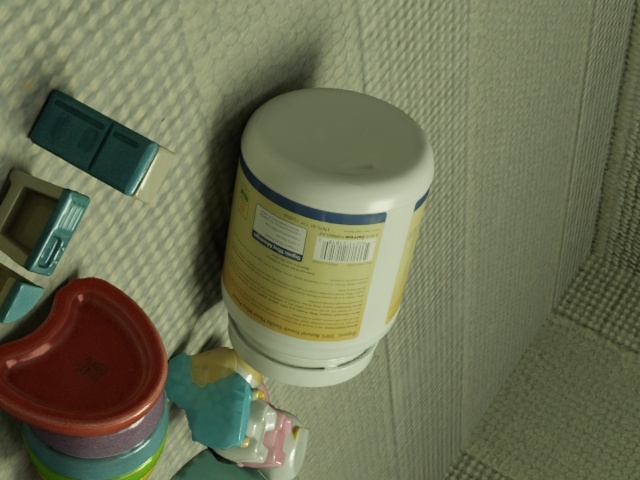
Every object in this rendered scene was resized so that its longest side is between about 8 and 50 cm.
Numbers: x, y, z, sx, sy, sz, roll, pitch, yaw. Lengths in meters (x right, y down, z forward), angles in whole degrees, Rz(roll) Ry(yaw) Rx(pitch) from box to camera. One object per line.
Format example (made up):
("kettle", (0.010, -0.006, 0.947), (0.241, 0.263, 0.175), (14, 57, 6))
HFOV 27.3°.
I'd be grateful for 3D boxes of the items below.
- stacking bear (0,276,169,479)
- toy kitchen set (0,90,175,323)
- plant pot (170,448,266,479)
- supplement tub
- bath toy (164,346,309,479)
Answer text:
("stacking bear", (-0.244, 0.208, 1.405), (0.175, 0.164, 0.289), (-47, 159, -35))
("toy kitchen set", (-0.251, -0.025, 1.125), (0.207, 0.122, 0.166), (-63, 159, 1))
("plant pot", (-0.134, 0.472, 1.919), (0.290, 0.195, 0.290), (-49, 155, -32))
("supplement tub", (0.000, 0.000, 1.597), (0.228, 0.228, 0.316), (-39, 150, -46))
("bath toy", (-0.108, 0.240, 1.794), (0.348, 0.129, 0.151), (60, 41, -67))
